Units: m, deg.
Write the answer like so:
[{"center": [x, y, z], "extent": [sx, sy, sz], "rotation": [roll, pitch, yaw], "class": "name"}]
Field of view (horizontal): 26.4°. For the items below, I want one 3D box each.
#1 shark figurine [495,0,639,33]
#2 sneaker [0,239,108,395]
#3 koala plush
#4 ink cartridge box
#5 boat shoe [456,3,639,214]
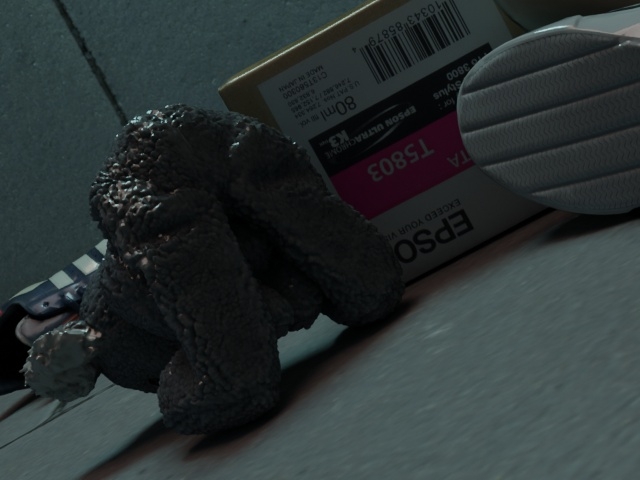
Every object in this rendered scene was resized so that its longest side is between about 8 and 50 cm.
[{"center": [0.270, -0.183, 0.901], "extent": [0.278, 0.166, 0.116], "rotation": [-35, -2, -14], "class": "shark figurine"}, {"center": [-0.231, 0.073, 1.452], "extent": [0.350, 0.131, 0.148], "rotation": [-32, 11, 28], "class": "sneaker"}, {"center": [-0.098, 0.034, 0.943], "extent": [0.196, 0.203, 0.221], "rotation": [-34, -4, -40], "class": "koala plush"}, {"center": [0.074, -0.087, 0.993], "extent": [0.234, 0.193, 0.088], "rotation": [-29, 8, 10], "class": "ink cartridge box"}, {"center": [0.234, -0.092, 0.804], "extent": [0.335, 0.121, 0.119], "rotation": [-6, 14, 46], "class": "boat shoe"}]
